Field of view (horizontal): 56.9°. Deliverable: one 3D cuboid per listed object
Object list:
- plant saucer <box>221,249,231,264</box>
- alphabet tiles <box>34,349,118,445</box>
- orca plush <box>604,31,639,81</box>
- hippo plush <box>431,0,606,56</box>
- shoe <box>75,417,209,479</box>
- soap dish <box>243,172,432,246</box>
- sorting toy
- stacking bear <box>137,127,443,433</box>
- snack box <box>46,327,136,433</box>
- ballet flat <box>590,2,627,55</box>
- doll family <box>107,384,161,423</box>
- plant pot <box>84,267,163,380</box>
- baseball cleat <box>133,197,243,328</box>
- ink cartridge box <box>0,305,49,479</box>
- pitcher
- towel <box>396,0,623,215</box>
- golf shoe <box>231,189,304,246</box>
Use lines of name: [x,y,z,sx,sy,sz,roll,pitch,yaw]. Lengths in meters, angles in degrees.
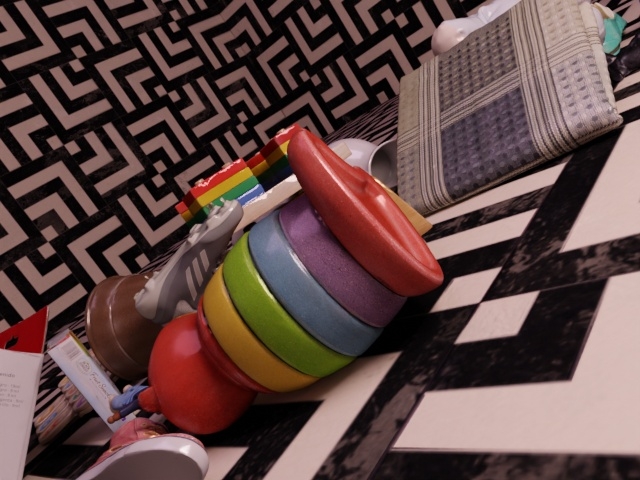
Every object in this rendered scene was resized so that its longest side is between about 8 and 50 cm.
plant saucer: [-0.274,0.117,1.204,0.278,0.041,0.278,-34,15,10]
alphabet tiles: [-0.390,0.225,1.039,0.278,0.021,0.284,-48,19,-22]
orca plush: [0.525,-0.349,0.841,0.287,0.102,0.151,-27,13,29]
hippo plush: [0.368,-0.316,1.026,0.294,0.234,0.237,-43,40,-18]
shoe: [-0.156,0.195,0.543,0.178,0.063,0.081,-31,16,31]
soap dish: [0.000,0.000,0.787,0.229,0.118,0.291,-33,12,0]
sorting toy: [-0.115,-0.083,0.943,0.257,0.089,0.255,-36,7,-19]
stacking bear: [-0.046,0.068,0.554,0.289,0.164,0.175,-42,-28,14]
snack box: [-0.309,0.186,0.794,0.037,0.141,0.100,-37,12,-20]
ballet flat: [0.517,-0.396,1.097,0.083,0.087,0.247,-26,14,35]
doll family: [-0.166,0.160,0.707,0.111,0.076,0.193,-12,28,50]
plant pot: [-0.229,0.109,0.883,0.165,0.166,0.167,-20,16,24]
baseball cleat: [-0.145,0.039,0.752,0.206,0.109,0.072,-43,17,23]
ink cartridge box: [-0.512,0.236,0.819,0.310,0.130,0.271,-24,57,42]
pitcher: [0.058,-0.127,1.135,0.178,0.125,0.207,-30,18,-29]
towel: [0.244,-0.200,0.846,0.312,0.056,0.324,-27,42,36]
golf shoe: [-0.099,-0.013,1.132,0.306,0.115,0.140,-22,20,49]
